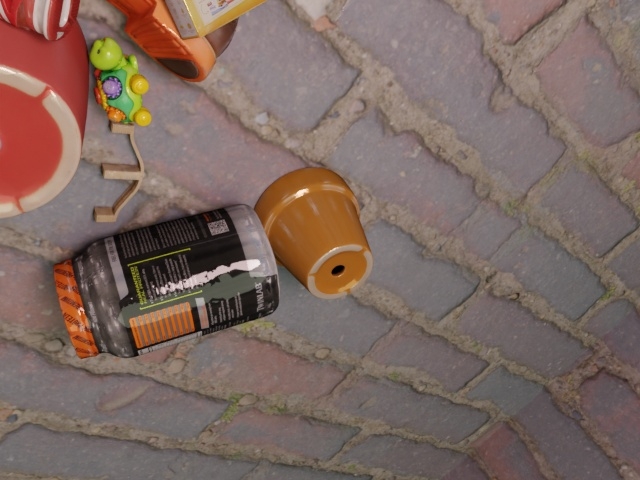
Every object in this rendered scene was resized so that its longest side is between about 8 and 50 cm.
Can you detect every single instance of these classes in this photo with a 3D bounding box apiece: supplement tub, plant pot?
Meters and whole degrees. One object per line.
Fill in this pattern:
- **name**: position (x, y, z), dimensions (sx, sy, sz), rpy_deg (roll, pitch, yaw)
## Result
- **supplement tub**: position (-0.255, 0.072, 1.080), dimensions (0.338, 0.207, 0.207), rpy_deg (-15, 133, -17)
- **plant pot**: position (0.000, 0.000, 1.172), dimensions (0.205, 0.188, 0.205), rpy_deg (-15, 133, -17)
- **plant pot**: position (-0.403, -0.171, 0.762), dimensions (0.275, 0.243, 0.274), rpy_deg (-15, 133, -17)

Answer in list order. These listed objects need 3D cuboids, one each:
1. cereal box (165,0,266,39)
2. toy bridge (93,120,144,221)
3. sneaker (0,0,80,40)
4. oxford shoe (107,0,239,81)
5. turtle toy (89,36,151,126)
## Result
- **cereal box**: position (-0.144, -0.390, 0.766), dimensions (0.173, 0.047, 0.240), rpy_deg (-42, 125, -32)
- **toy bridge**: position (-0.316, -0.111, 1.017), dimensions (0.063, 0.026, 0.188), rpy_deg (1, 127, -33)
- **sneaker**: position (-0.303, -0.330, 0.645), dimensions (0.128, 0.087, 0.221), rpy_deg (17, 100, -3)
- **oxford shoe**: position (-0.243, -0.372, 0.792), dimensions (0.363, 0.130, 0.132), rpy_deg (48, 65, -40)
- **turtle toy**: position (-0.283, -0.220, 0.888), dimensions (0.066, 0.095, 0.130), rpy_deg (-16, 133, -25)
